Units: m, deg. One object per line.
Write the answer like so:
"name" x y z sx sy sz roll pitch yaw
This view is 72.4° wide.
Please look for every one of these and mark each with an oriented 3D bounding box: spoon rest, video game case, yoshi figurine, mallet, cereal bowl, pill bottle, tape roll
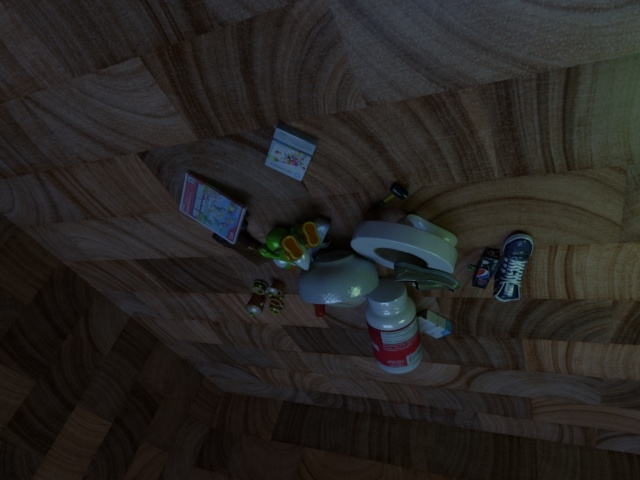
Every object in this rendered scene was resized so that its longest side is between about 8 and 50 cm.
"spoon rest" 0.389 -0.026 1.608 0.276 0.084 0.137 25 147 -30
"video game case" -0.446 -0.132 1.792 0.285 0.025 0.204 31 130 7
"yoshi figurine" -0.140 0.008 1.760 0.203 0.203 0.362 16 163 -16
"mallet" 0.241 -0.138 1.555 0.062 0.039 0.190 30 147 -9
"cereal bowl" 0.063 0.129 1.777 0.338 0.339 0.141 -5 104 30
"pill bottle" 0.327 0.381 1.972 0.228 0.229 0.408 0 123 25
"tape roll" 0.300 0.035 1.603 0.391 0.072 0.392 18 166 5

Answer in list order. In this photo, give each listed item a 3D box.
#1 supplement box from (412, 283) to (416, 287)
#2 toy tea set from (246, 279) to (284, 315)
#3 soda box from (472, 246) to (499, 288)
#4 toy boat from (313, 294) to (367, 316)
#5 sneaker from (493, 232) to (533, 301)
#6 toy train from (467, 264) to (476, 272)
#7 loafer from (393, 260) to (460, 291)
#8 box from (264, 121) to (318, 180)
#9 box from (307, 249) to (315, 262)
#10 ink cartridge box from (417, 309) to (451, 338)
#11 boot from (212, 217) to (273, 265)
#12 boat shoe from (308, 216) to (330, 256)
"supplement box" 0.428 0.154 1.821 0.083 0.056 0.083 5 141 19
"toy tea set" -0.292 0.322 2.315 0.199 0.124 0.336 18 144 2
"soda box" 0.623 0.107 1.650 0.053 0.060 0.169 14 136 11
"toy boat" 0.059 0.245 2.038 0.267 0.148 0.318 13 149 -30
"sneaker" 0.688 0.110 1.562 0.099 0.153 0.282 11 143 11
"toy train" 0.619 0.117 1.720 0.083 0.017 0.024 20 134 0
"loafer" 0.384 0.150 1.604 0.250 0.088 0.094 16 166 11
"box" -0.102 -0.301 1.498 0.145 0.038 0.186 24 145 -5
"box" -0.094 0.060 1.968 0.136 0.027 0.094 8 141 16
"ink cartridge box" 0.519 0.392 2.082 0.180 0.060 0.104 29 143 -13
"boot" -0.315 0.018 1.962 0.280 0.096 0.264 36 138 -25
"boat shoe" 0.000 -0.001 1.801 0.081 0.079 0.228 19 141 8
